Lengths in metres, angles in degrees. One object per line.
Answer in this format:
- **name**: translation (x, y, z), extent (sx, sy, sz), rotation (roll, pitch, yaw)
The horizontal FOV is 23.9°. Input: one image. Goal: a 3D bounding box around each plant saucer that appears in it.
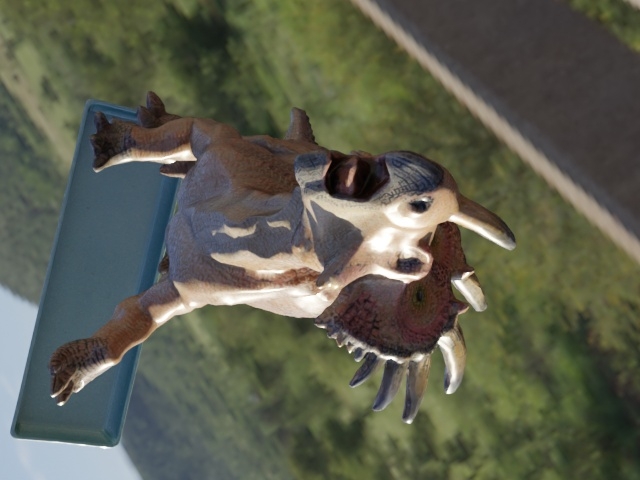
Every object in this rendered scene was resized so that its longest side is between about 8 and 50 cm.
- **plant saucer**: translation (-0.123, 0.020, 0.843), extent (0.067, 0.192, 0.018), rotation (11, -175, -32)

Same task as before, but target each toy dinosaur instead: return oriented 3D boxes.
- **toy dinosaur**: translation (0.000, 0.000, 0.710), extent (0.296, 0.200, 0.127), rotation (-39, -49, -74)
